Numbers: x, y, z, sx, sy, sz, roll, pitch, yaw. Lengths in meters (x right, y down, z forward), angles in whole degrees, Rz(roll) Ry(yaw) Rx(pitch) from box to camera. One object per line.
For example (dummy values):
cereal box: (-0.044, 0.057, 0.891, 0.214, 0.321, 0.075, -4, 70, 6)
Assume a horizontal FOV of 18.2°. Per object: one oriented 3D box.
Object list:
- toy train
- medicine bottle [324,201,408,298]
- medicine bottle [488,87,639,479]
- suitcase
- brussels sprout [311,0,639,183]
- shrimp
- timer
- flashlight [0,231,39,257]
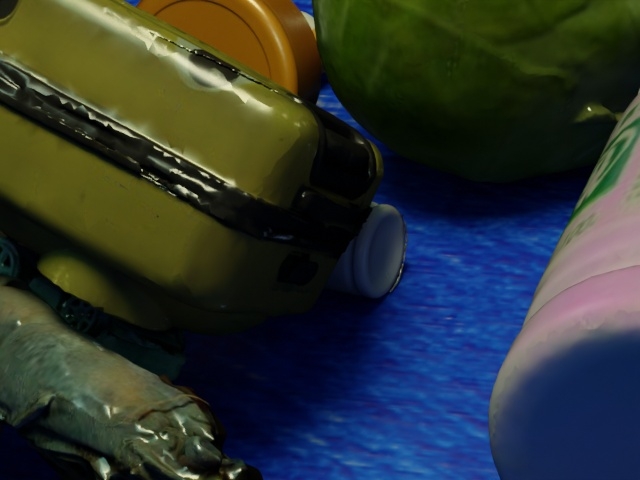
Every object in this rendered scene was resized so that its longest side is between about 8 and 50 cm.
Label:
toy train: (-0.150, 0.049, 1.133, 0.149, 0.099, 0.081, 32, 95, 33)
medicine bottle: (0.000, 0.000, 1.174, 0.089, 0.057, 0.057, 10, 41, 28)
medicine bottle: (0.227, 0.012, 0.967, 0.212, 0.212, 0.325, 7, 40, 24)
suitcase: (-0.095, -0.043, 1.077, 0.235, 0.194, 0.143, 29, 94, 18)
brussels sprout: (0.117, -0.145, 1.205, 0.244, 0.244, 0.244, -8, 37, 6)
shrimp: (-0.157, 0.123, 1.014, 0.289, 0.075, 0.178, 29, 85, 32)
timer: (-0.040, -0.119, 1.316, 0.132, 0.132, 0.152, 9, 18, 26)
flashlight: (-0.217, -0.016, 1.240, 0.232, 0.093, 0.093, -12, 36, 6)
